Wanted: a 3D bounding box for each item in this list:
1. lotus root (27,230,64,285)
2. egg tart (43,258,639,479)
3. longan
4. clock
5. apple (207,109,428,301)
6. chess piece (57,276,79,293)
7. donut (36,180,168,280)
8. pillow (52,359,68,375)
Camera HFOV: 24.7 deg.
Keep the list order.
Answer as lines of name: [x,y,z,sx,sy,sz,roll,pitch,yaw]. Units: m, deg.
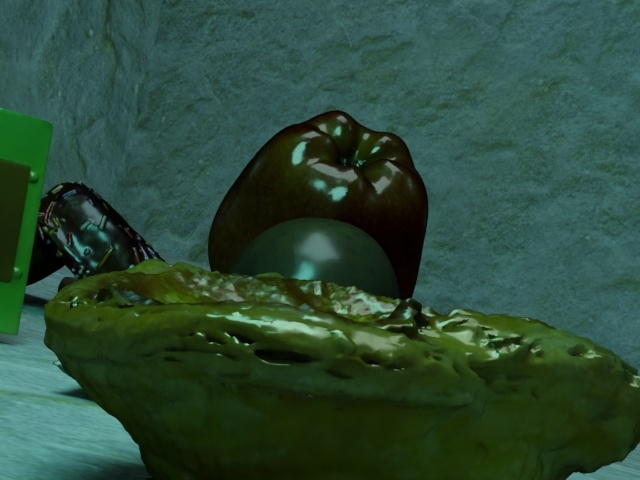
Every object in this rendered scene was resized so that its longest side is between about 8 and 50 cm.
lotus root: [-0.442,0.009,1.874,0.210,0.142,0.314,-24,-1,10]
egg tart: [-0.001,0.097,0.909,0.351,0.153,0.339,11,1,-44]
longan: [-0.008,0.068,1.621,0.196,0.196,0.220,12,-4,-11]
clock: [-0.390,-0.020,1.532,0.106,0.220,0.255,13,-8,-30]
apple: [0.000,0.000,1.917,0.288,0.317,0.288,19,27,-10]
chess piece: [-0.315,0.074,1.984,0.083,0.038,0.083,11,-1,0]
donut: [-0.271,0.014,1.845,0.235,0.089,0.235,46,-1,1]
pillow: [-0.141,0.103,1.272,0.134,0.078,0.181,15,-2,6]
